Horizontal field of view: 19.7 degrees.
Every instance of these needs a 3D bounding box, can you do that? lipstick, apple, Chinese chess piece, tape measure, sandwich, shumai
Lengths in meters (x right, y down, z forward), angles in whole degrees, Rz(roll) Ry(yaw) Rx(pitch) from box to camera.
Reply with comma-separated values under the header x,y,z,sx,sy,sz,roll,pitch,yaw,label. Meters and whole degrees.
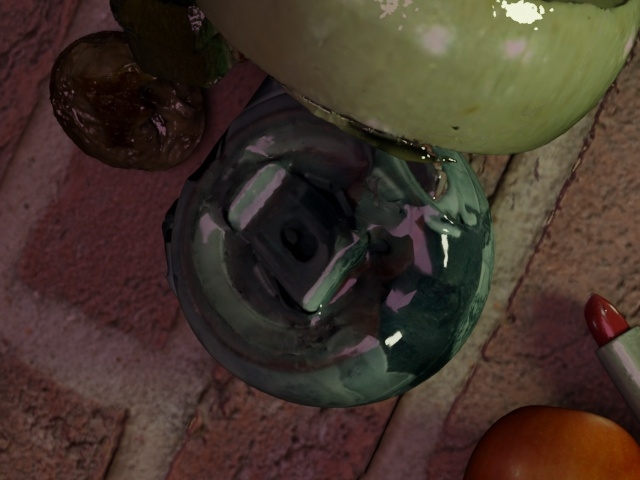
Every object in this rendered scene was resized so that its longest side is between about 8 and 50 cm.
x,y,z,sx,sy,sz,roll,pitch,yaw,label
0.268,0.122,1.489,0.063,0.057,0.186,-33,81,18,lipstick
0.190,0.207,1.470,0.163,0.163,0.139,6,70,16,apple
0.064,-0.203,1.356,0.349,0.349,0.146,33,121,11,Chinese chess piece
0.000,0.000,1.485,0.275,0.147,0.256,40,101,24,tape measure
-0.101,-0.191,1.502,0.235,0.159,0.079,29,128,51,sandwich
-0.179,-0.120,1.578,0.139,0.105,0.123,30,109,37,shumai
